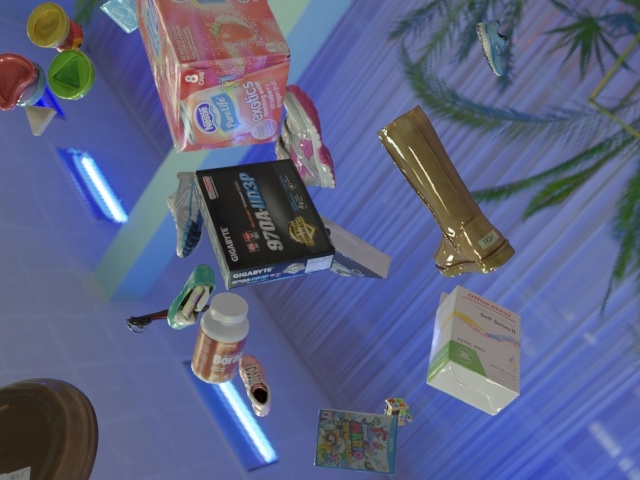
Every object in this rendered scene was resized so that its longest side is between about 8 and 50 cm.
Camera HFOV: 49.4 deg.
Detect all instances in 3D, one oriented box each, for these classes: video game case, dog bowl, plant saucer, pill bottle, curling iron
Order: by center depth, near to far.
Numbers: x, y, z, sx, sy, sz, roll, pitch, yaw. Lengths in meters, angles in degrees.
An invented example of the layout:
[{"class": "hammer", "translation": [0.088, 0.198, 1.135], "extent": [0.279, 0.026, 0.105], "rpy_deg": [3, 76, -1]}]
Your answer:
[{"class": "plant saucer", "translation": [-0.433, 0.304, 0.939], "extent": [0.278, 0.277, 0.041], "rpy_deg": [62, 178, 44]}, {"class": "video game case", "translation": [0.075, 0.419, 1.452], "extent": [0.166, 0.119, 0.015], "rpy_deg": [4, 171, 6]}, {"class": "dog bowl", "translation": [-0.374, -0.507, 1.466], "extent": [0.074, 0.166, 0.297], "rpy_deg": [53, 177, -24]}, {"class": "pill bottle", "translation": [-0.244, 0.240, 1.725], "extent": [0.121, 0.216, 0.121], "rpy_deg": [12, -148, -8]}, {"class": "curling iron", "translation": [-0.442, 0.226, 2.056], "extent": [0.274, 0.035, 0.068], "rpy_deg": [-8, -148, -38]}]

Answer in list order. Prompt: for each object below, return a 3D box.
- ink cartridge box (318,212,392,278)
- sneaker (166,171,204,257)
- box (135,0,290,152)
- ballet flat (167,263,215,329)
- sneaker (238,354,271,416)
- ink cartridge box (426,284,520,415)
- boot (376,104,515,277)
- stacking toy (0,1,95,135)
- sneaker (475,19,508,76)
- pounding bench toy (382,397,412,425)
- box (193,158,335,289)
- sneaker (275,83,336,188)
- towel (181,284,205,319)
[{"class": "ink cartridge box", "translation": [0.000, 0.000, 1.620], "extent": [0.332, 0.065, 0.165], "rpy_deg": [31, 161, -35]}, {"class": "sneaker", "translation": [-0.293, -0.059, 1.498], "extent": [0.082, 0.191, 0.071], "rpy_deg": [9, 175, 14]}, {"class": "box", "translation": [-0.156, -0.281, 0.940], "extent": [0.142, 0.154, 0.300], "rpy_deg": [-9, -124, -20]}, {"class": "ballet flat", "translation": [-0.359, 0.178, 1.926], "extent": [0.083, 0.247, 0.087], "rpy_deg": [14, -148, -29]}, {"class": "sneaker", "translation": [-0.131, 0.287, 1.422], "extent": [0.050, 0.070, 0.134], "rpy_deg": [-15, -116, -13]}, {"class": "ink cartridge box", "translation": [0.414, 0.259, 1.848], "extent": [0.207, 0.119, 0.353], "rpy_deg": [26, -140, -5]}, {"class": "boot", "translation": [0.185, -0.075, 1.125], "extent": [0.270, 0.089, 0.236], "rpy_deg": [54, 165, -4]}, {"class": "stacking toy", "translation": [-0.728, -0.446, 1.897], "extent": [0.279, 0.309, 0.130], "rpy_deg": [50, -171, 13]}, {"class": "sneaker", "translation": [0.474, -0.516, 1.867], "extent": [0.063, 0.073, 0.162], "rpy_deg": [-97, -17, -54]}, {"class": "pounding bench toy", "translation": [0.228, 0.485, 1.984], "extent": [0.083, 0.065, 0.052], "rpy_deg": [3, -161, -21]}, {"class": "box", "translation": [-0.095, -0.034, 1.126], "extent": [0.175, 0.051, 0.220], "rpy_deg": [-10, -128, -19]}, {"class": "sneaker", "translation": [-0.047, -0.204, 1.461], "extent": [0.103, 0.111, 0.252], "rpy_deg": [-93, -13, -54]}, {"class": "towel", "translation": [-0.305, 0.147, 1.672], "extent": [0.009, 0.083, 0.060], "rpy_deg": [32, 172, -26]}]
